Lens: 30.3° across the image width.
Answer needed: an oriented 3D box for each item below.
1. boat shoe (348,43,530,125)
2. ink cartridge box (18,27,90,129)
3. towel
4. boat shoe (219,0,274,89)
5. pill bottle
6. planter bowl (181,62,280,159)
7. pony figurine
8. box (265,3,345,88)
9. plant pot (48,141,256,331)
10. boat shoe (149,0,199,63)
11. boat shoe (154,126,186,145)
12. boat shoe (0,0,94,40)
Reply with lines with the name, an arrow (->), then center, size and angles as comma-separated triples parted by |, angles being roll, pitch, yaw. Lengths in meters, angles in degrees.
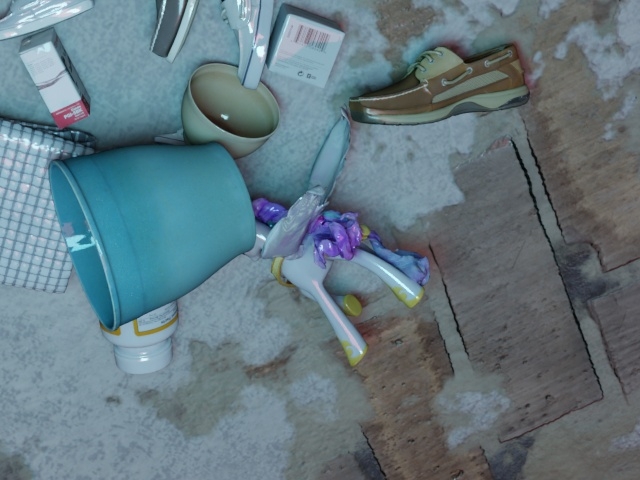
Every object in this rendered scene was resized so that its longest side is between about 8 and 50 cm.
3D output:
boat shoe -> 0.196, -0.262, 1.963 | 0.324, 0.122, 0.119 | -12, 103, -24
ink cartridge box -> -0.419, -0.258, 1.870 | 0.056, 0.099, 0.135 | -24, 116, 1
towel -> -0.498, -0.068, 1.932 | 0.235, 0.121, 0.283 | 13, 112, -14
boat shoe -> -0.119, -0.376, 1.877 | 0.088, 0.096, 0.267 | 6, 110, -5
pill bottle -> -0.315, 0.098, 2.023 | 0.136, 0.136, 0.245 | -7, 114, -7
planter bowl -> -0.160, -0.193, 1.927 | 0.162, 0.162, 0.109 | 21, 135, -18
pony figurine -> 0.000, 0.000, 1.969 | 0.363, 0.303, 0.351 | 37, 130, -5
box -> -0.028, -0.317, 1.922 | 0.101, 0.087, 0.102 | 16, 110, -16
plant pot -> -0.246, -0.031, 1.804 | 0.255, 0.272, 0.271 | -20, 116, -19
boat shoe -> -0.218, -0.438, 1.823 | 0.097, 0.116, 0.324 | 15, 106, -11
boat shoe -> -0.228, -0.174, 1.981 | 0.100, 0.035, 0.035 | 4, 85, -8
boat shoe -> -0.448, -0.360, 1.843 | 0.184, 0.066, 0.063 | -20, 101, 1
